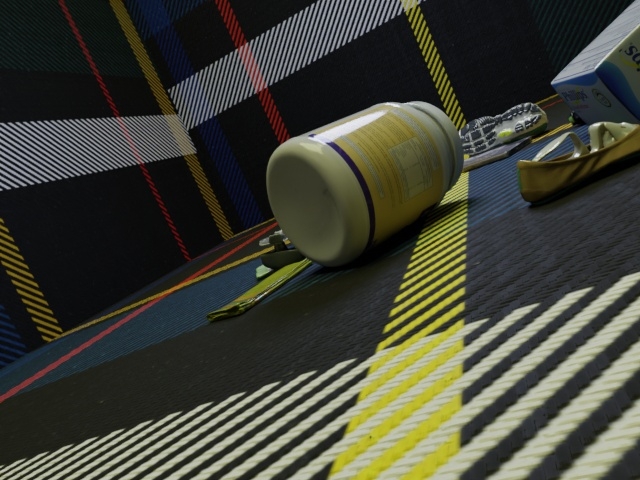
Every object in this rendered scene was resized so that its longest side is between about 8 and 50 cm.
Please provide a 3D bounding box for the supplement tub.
[{"bbox_3d":[0.091,-0.120,0.973,0.331,0.241,0.241,-29,8,-33],"label":"supplement tub"}]

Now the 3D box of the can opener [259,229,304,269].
[{"bbox_3d":[0.000,0.000,1.148,0.283,0.095,0.076,-10,9,11],"label":"can opener"}]

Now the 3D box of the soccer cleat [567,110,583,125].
[{"bbox_3d":[0.652,-0.313,1.270,0.072,0.060,0.179,-32,-3,26],"label":"soccer cleat"}]

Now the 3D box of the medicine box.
[{"bbox_3d":[0.628,-0.363,0.971,0.289,0.149,0.263,-46,2,14],"label":"medicine box"}]

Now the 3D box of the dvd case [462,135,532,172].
[{"bbox_3d":[0.457,-0.229,1.437,0.164,0.018,0.221,-31,9,-40],"label":"dvd case"}]

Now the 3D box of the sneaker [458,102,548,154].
[{"bbox_3d":[0.530,-0.310,1.524,0.275,0.107,0.110,-12,-20,35],"label":"sneaker"}]

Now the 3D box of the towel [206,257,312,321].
[{"bbox_3d":[-0.114,0.091,1.013,0.102,0.021,0.237,-18,10,39],"label":"towel"}]

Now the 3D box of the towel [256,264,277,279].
[{"bbox_3d":[-0.085,0.046,1.232,0.151,0.023,0.113,-25,6,-4],"label":"towel"}]

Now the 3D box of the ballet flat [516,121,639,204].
[{"bbox_3d":[0.383,-0.128,0.726,0.232,0.073,0.080,-25,8,-8],"label":"ballet flat"}]
